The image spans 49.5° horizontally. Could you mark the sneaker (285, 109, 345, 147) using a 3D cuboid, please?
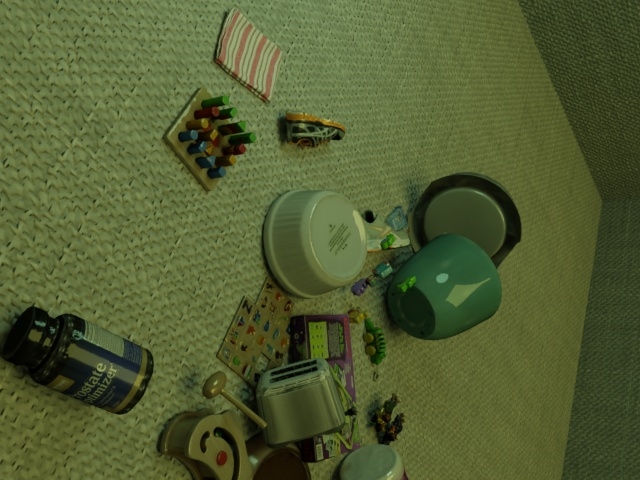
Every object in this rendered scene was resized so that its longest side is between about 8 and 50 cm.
[{"bbox_3d":[-0.017,-0.273,1.752,0.215,0.084,0.083,3,98,-50],"label":"sneaker"}]

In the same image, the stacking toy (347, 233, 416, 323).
[{"bbox_3d":[0.137,0.101,1.864,0.221,0.052,0.167,-34,119,-12],"label":"stacking toy"}]

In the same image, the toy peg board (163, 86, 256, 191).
[{"bbox_3d":[-0.222,-0.218,1.466,0.161,0.079,0.160,54,48,-35],"label":"toy peg board"}]

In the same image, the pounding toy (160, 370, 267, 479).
[{"bbox_3d":[-0.204,0.413,1.377,0.154,0.155,0.269,-33,114,-54],"label":"pounding toy"}]

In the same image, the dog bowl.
[{"bbox_3d":[0.450,-0.053,2.148,0.102,0.349,0.348,-45,123,-59],"label":"dog bowl"}]

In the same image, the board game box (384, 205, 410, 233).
[{"bbox_3d":[0.234,-0.043,2.108,0.090,0.020,0.090,-47,123,-42],"label":"board game box"}]

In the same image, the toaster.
[{"bbox_3d":[-0.040,0.358,1.550,0.129,0.227,0.146,-97,172,-77],"label":"toaster"}]

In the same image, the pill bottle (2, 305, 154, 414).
[{"bbox_3d":[-0.399,0.196,1.148,0.219,0.123,0.122,33,61,-32],"label":"pill bottle"}]

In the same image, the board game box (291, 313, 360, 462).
[{"bbox_3d":[0.016,0.358,1.729,0.208,0.056,0.346,7,76,-52],"label":"board game box"}]

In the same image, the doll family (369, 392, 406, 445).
[{"bbox_3d":[0.191,0.527,1.966,0.111,0.076,0.193,-54,132,-46],"label":"doll family"}]

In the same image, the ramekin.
[{"bbox_3d":[0.000,0.000,1.678,0.273,0.127,0.272,14,71,-45],"label":"ramekin"}]

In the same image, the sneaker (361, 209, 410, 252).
[{"bbox_3d":[0.167,-0.030,1.960,0.262,0.099,0.121,-7,88,-54],"label":"sneaker"}]

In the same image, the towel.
[{"bbox_3d":[-0.159,-0.426,1.607,0.197,0.029,0.144,32,63,-48],"label":"towel"}]

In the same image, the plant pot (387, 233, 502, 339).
[{"bbox_3d":[0.339,0.157,2.031,0.235,0.293,0.293,-27,109,-35],"label":"plant pot"}]

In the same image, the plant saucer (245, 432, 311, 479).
[{"bbox_3d":[-0.110,0.592,1.581,0.311,0.050,0.310,5,84,-54],"label":"plant saucer"}]

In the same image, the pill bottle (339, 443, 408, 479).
[{"bbox_3d":[0.170,0.708,1.842,0.169,0.169,0.301,-41,120,-47],"label":"pill bottle"}]

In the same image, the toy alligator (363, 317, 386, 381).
[{"bbox_3d":[0.164,0.310,1.961,0.056,0.051,0.189,-21,104,-51],"label":"toy alligator"}]

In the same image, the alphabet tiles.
[{"bbox_3d":[-0.134,0.214,1.609,0.198,0.009,0.237,50,50,-38],"label":"alphabet tiles"}]
